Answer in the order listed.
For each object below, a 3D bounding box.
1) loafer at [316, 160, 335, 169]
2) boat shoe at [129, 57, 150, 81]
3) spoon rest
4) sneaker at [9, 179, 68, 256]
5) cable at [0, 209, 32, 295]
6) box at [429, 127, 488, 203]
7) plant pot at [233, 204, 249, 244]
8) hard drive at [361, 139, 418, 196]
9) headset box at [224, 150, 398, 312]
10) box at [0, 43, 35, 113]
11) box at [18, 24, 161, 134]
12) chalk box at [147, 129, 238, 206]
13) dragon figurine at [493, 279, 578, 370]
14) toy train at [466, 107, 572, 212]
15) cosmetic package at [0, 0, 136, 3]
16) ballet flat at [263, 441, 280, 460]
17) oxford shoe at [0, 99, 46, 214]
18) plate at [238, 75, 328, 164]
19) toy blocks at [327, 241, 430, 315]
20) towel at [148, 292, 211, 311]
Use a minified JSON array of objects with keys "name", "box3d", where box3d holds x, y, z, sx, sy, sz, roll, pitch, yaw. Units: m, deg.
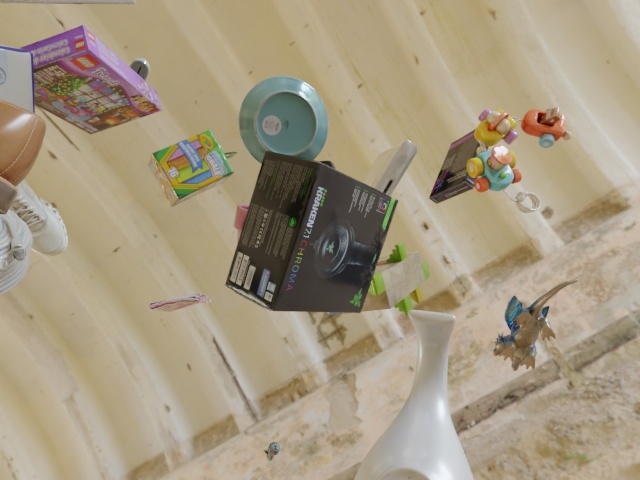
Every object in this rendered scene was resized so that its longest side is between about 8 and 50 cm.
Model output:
[{"name":"loafer","box3d":[-0.066,-0.179,1.212,0.223,0.076,0.078,-17,-16,7]},{"name":"boat shoe","box3d":[-0.604,-0.474,1.350,0.083,0.076,0.226,35,-73,-27]},{"name":"spoon rest","box3d":[0.114,0.223,0.476,0.137,0.277,0.084,5,-23,23]},{"name":"sneaker","box3d":[-0.680,-0.086,0.952,0.110,0.292,0.118,-32,24,-19]},{"name":"cable","box3d":[-0.604,0.015,0.665,0.257,0.257,0.089,-4,-59,-29]},{"name":"box","box3d":[0.300,-0.162,0.902,0.162,0.029,0.116,-62,15,-21]},{"name":"plant pot","box3d":[-0.119,0.022,1.026,0.201,0.201,0.180,-1,-73,-60]},{"name":"hard drive","box3d":[0.152,-0.149,1.173,0.233,0.047,0.353,-59,5,5]},{"name":"headset box","box3d":[0.000,0.000,0.790,0.283,0.131,0.247,15,-86,-52]},{"name":"box","box3d":[-0.428,-0.181,0.524,0.072,0.137,0.126,-25,-50,-60]},{"name":"box","box3d":[-0.514,-0.336,0.936,0.200,0.057,0.293,-17,-7,4]},{"name":"chalk box","box3d":[-0.442,-0.273,1.538,0.289,0.179,0.180,-33,10,-26]},{"name":"dragon figurine","box3d":[0.453,0.180,0.932,0.144,0.085,0.289,-43,-33,-63]},{"name":"toy train","box3d":[0.261,-0.124,0.549,0.046,0.125,0.166,92,-159,-67]},{"name":"cosmetic package","box3d":[-0.488,-0.501,0.811,0.231,0.117,0.086,-15,-53,-23]},{"name":"ballet flat","box3d":[-0.137,0.574,1.165,0.041,0.041,0.114,-21,-27,-29]},{"name":"oxford shoe","box3d":[-0.278,-0.091,0.272,0.076,0.212,0.076,118,176,-71]},{"name":"plate","box3d":[-0.070,-0.235,0.859,0.188,0.188,0.024,-27,19,-9]},{"name":"toy blocks","box3d":[0.134,0.127,1.261,0.260,0.191,0.381,-12,3,33]},{"name":"towel","box3d":[-0.412,0.191,1.265,0.144,0.029,0.197,-11,-10,-7]}]
